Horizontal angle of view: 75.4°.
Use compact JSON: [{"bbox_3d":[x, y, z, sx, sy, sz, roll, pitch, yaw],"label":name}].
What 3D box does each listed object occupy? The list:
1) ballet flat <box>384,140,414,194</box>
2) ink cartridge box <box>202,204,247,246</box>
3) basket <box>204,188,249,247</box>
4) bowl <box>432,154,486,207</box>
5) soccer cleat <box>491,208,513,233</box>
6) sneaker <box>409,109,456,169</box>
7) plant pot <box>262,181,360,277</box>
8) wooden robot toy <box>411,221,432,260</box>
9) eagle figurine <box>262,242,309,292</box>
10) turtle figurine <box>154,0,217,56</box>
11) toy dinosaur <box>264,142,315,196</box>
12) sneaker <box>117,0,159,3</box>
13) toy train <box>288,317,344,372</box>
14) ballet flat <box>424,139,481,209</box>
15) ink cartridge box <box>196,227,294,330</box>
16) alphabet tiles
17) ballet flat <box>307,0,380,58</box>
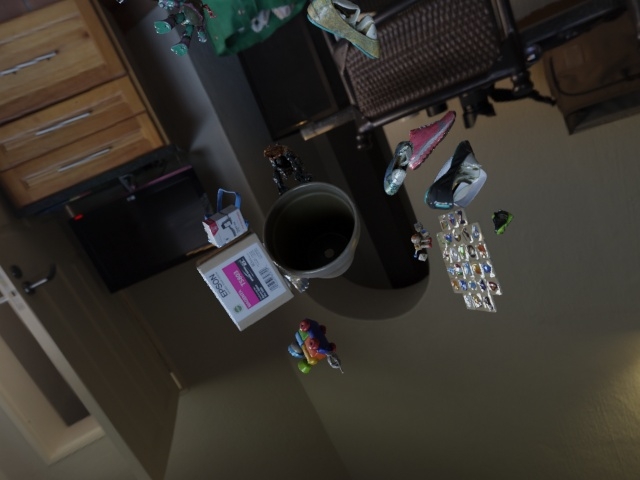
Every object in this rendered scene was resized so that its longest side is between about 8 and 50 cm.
[{"bbox_3d":[0.258,-0.240,1.346,0.070,0.189,0.070,15,174,2],"label":"ballet flat"},{"bbox_3d":[-0.391,-0.062,1.704,0.150,0.109,0.063,-35,-143,-26],"label":"ink cartridge box"},{"bbox_3d":[-0.472,-0.110,2.092,0.200,0.289,0.254,6,-174,-33],"label":"basket"},{"bbox_3d":[0.447,-0.195,1.353,0.142,0.142,0.053,-57,-174,10],"label":"bowl"},{"bbox_3d":[0.713,-0.075,1.650,0.072,0.060,0.179,33,-143,20],"label":"soccer cleat"},{"bbox_3d":[0.464,-0.463,1.807,0.314,0.136,0.116,-49,173,0],"label":"sneaker"},{"bbox_3d":[0.000,0.000,1.448,0.322,0.324,0.280,-21,155,8],"label":"plant pot"},{"bbox_3d":[0.400,-0.008,1.665,0.076,0.079,0.174,-14,-125,33],"label":"wooden robot toy"},{"bbox_3d":[-0.192,0.152,1.879,0.298,0.225,0.227,-147,-102,-73],"label":"eagle figurine"},{"bbox_3d":[-0.429,-0.709,1.320,0.118,0.175,0.234,-23,-138,42],"label":"turtle figurine"},{"bbox_3d":[-0.155,-0.314,1.720,0.164,0.219,0.321,-32,166,37],"label":"toy dinosaur"},{"bbox_3d":[-0.571,-0.767,1.272,0.121,0.079,0.217,-57,163,3],"label":"sneaker"},{"bbox_3d":[-0.021,0.399,1.412,0.143,0.105,0.248,-52,-140,15],"label":"toy train"},{"bbox_3d":[0.403,-0.183,1.202,0.096,0.095,0.280,21,-120,30],"label":"ballet flat"},{"bbox_3d":[-0.219,0.114,1.218,0.193,0.235,0.088,-33,-163,-10],"label":"ink cartridge box"},{"bbox_3d":[0.483,0.067,1.375,0.011,0.343,0.285,-16,177,-12],"label":"alphabet tiles"},{"bbox_3d":[0.114,-0.734,1.413,0.348,0.123,0.123,9,172,-40],"label":"ballet flat"}]
